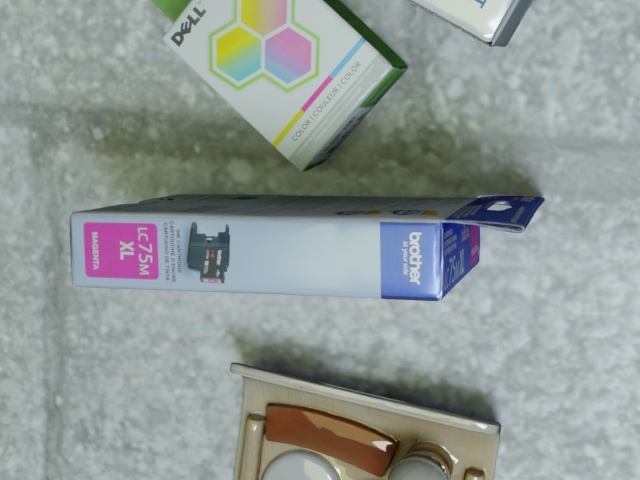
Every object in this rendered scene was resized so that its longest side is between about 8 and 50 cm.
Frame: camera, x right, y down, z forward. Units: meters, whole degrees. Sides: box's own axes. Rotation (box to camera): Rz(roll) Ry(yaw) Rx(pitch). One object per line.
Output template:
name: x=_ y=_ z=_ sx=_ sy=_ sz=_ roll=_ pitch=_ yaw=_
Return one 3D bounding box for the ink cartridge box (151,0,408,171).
ink cartridge box: x=-0.046 y=-0.164 z=0.812 sx=0.209 sy=0.062 sz=0.109 roll=44 pitch=109 yaw=5

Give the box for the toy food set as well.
toy food set: x=0.014 y=0.263 z=0.853 sx=0.220 sy=0.092 sz=0.306 roll=11 pitch=102 yaw=14

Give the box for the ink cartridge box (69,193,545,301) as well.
ink cartridge box: x=0.000 y=0.000 z=0.762 sx=0.311 sy=0.186 sz=0.065 roll=-1 pitch=96 yaw=16

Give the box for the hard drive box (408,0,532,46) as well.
hard drive box: x=0.072 y=-0.271 z=0.746 sx=0.232 sy=0.089 sz=0.181 roll=32 pitch=107 yaw=9
